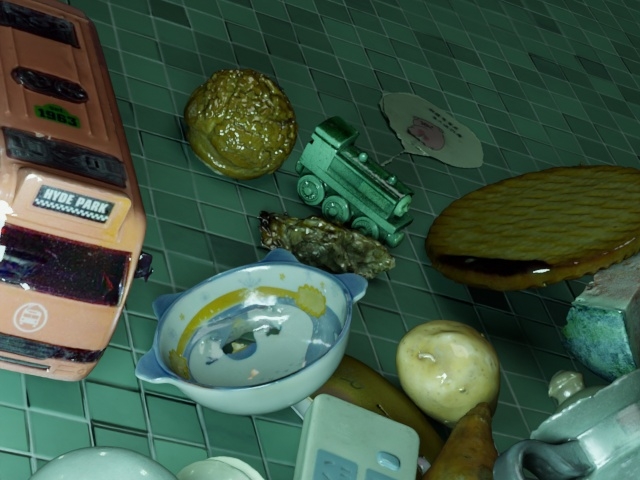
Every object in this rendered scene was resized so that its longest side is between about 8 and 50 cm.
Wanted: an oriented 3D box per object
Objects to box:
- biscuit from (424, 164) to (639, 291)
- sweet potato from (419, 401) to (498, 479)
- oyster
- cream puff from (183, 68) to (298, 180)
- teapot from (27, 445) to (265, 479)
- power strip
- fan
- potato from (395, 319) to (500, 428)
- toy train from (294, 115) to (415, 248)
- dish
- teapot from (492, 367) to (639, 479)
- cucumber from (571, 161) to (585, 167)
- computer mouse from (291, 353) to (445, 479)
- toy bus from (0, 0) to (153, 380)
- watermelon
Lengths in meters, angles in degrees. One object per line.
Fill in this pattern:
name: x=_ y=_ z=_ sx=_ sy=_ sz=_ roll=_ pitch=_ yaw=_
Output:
biscuit: x=0.289 y=-0.019 z=2.200 sx=0.318 sy=0.040 sz=0.318 roll=-12 pitch=23 yaw=5
sweet potato: x=0.134 y=0.292 z=1.674 sx=0.112 sy=0.112 sz=0.359 roll=26 pitch=42 yaw=-8
oyster: x=0.007 y=0.002 z=2.085 sx=0.177 sy=0.056 sz=0.105 roll=24 pitch=21 yaw=-3
cream puff: x=-0.096 y=-0.153 z=2.163 sx=0.150 sy=0.115 sz=0.165 roll=13 pitch=32 yaw=-36
teapot: x=-0.141 y=0.250 z=1.446 sx=0.183 sy=0.183 sz=0.251 roll=41 pitch=19 yaw=18
power strip: x=0.028 y=0.258 z=1.651 sx=0.118 sy=0.046 sz=0.270 roll=21 pitch=40 yaw=-9
fan: x=0.136 y=-0.142 z=2.469 sx=0.182 sy=0.010 sz=0.310 roll=36 pitch=29 yaw=9
potato: x=0.143 y=0.145 z=1.890 sx=0.118 sy=0.109 sz=0.178 roll=25 pitch=-11 yaw=21
toy train: x=0.045 y=-0.066 z=2.163 sx=0.170 sy=0.111 sz=0.071 roll=39 pitch=34 yaw=16
dish: x=-0.061 y=0.109 z=1.777 sx=0.236 sy=0.086 sz=0.228 roll=-8 pitch=35 yaw=6
teapot: x=0.286 y=0.265 z=1.733 sx=0.305 sy=0.223 sz=0.285 roll=-24 pitch=70 yaw=-22
cucumber: x=0.465 y=0.021 z=2.428 sx=0.325 sy=0.105 sz=0.145 roll=34 pitch=2 yaw=7
computer mouse: x=0.050 y=0.195 z=1.814 sx=0.126 sy=0.056 sz=0.245 roll=-11 pitch=50 yaw=-50
toy bus: x=-0.303 y=-0.069 z=1.719 sx=0.203 sy=0.233 sz=0.427 roll=15 pitch=32 yaw=-27
watermelon: x=0.387 y=0.075 z=2.166 sx=0.148 sy=0.226 sz=0.318 roll=9 pitch=-2 yaw=33
